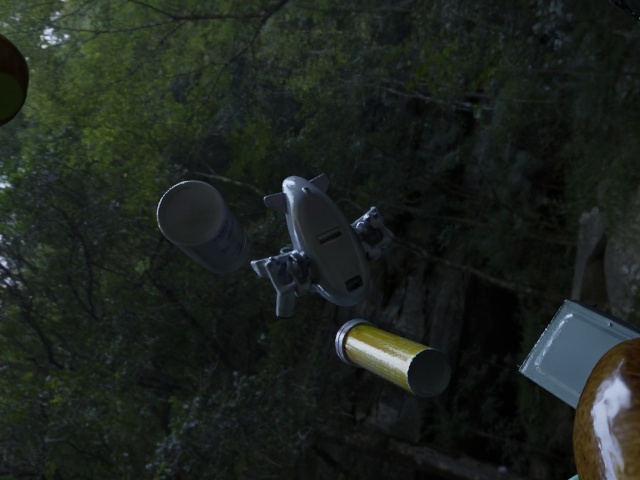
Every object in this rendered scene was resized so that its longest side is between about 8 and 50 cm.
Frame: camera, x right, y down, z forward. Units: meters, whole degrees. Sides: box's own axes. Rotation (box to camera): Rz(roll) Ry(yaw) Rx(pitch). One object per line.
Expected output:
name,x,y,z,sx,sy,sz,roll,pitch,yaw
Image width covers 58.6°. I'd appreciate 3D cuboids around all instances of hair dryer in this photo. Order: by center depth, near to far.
hair dryer,-0.008,0.084,1.246,0.183,0.044,0.154,-7,-64,-27

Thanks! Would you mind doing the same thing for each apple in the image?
apple,-0.381,-0.179,0.631,0.114,0.099,0.102,-57,-20,0

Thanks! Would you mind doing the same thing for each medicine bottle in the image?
medicine bottle,0.093,0.158,0.787,0.074,0.218,0.073,0,-90,-20
medicine bottle,-0.230,-0.012,1.207,0.341,0.131,0.130,78,-149,-77

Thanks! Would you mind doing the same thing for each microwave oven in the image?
microwave oven,0.654,0.299,1.220,0.355,0.286,0.218,31,-88,-37

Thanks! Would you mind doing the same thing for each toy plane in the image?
toy plane,0.001,-0.001,0.984,0.252,0.252,0.118,-63,3,-22

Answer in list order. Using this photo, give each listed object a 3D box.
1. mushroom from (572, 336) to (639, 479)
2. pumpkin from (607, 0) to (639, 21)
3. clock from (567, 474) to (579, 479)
mushroom,0.394,0.201,0.483,0.345,0.346,0.259,-42,-19,-43
pumpkin,0.419,-0.427,0.582,0.344,0.454,0.454,-42,-40,-5
clock,0.440,0.514,1.033,0.189,0.060,0.148,-32,-53,-7
